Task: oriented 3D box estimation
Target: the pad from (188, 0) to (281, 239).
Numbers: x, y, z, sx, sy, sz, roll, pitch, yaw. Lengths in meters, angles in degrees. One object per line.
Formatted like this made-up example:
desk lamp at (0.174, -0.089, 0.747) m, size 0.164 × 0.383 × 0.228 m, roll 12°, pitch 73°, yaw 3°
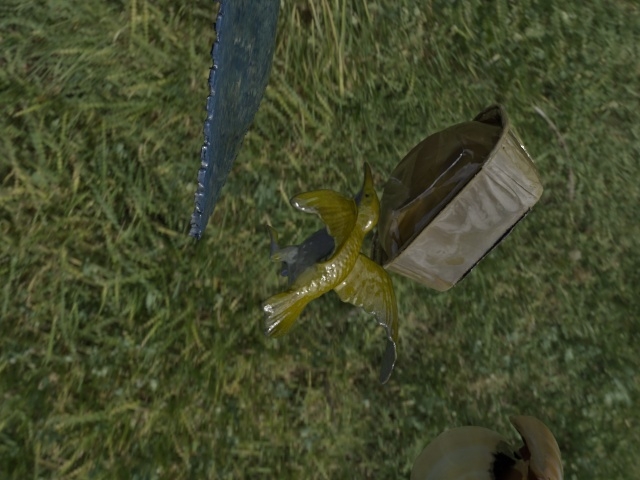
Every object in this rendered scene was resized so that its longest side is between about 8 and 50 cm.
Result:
pad at (-0.053, -0.175, 0.793) m, size 0.012 × 0.269 × 0.269 m, roll 14°, pitch 130°, yaw 2°

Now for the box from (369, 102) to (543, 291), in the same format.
box at (0.111, -0.037, 0.893) m, size 0.111 × 0.111 × 0.177 m, roll 37°, pitch 113°, yaw -15°

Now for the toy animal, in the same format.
toy animal at (0.000, 0.000, 0.823) m, size 0.095 × 0.155 × 0.219 m, roll -10°, pitch 143°, yaw 16°

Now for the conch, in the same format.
conch at (0.167, 0.257, 0.964) m, size 0.158 × 0.255 × 0.127 m, roll -26°, pitch 99°, yaw 5°
